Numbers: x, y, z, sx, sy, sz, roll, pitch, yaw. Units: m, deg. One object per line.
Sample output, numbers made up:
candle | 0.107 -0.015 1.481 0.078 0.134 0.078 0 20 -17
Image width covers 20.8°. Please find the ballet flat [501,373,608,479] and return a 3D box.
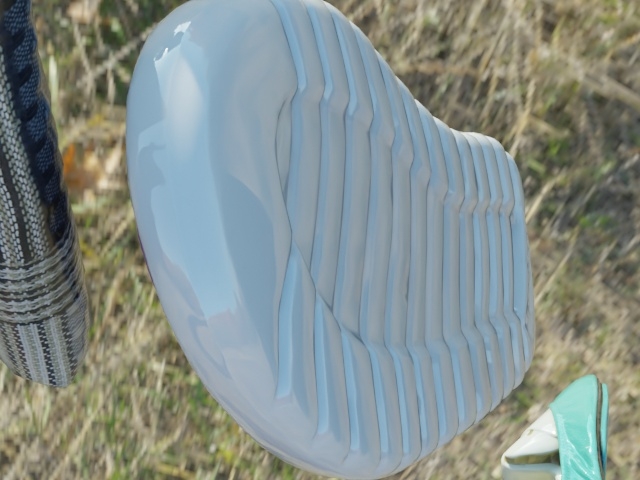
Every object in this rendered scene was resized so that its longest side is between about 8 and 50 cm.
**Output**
ballet flat | 0.173 0.181 1.259 0.087 0.083 0.247 1 36 2

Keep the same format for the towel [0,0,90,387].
towel | -0.180 -0.140 0.581 0.056 0.312 0.324 -27 62 -17

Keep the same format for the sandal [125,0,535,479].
sandal | 0.001 0.015 0.708 0.102 0.416 0.169 -8 80 20
